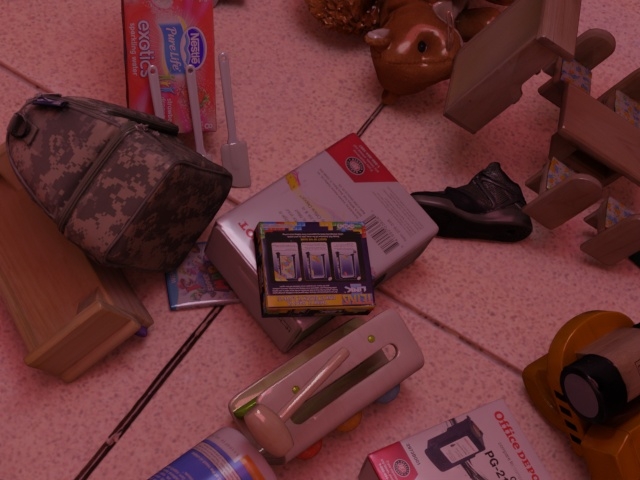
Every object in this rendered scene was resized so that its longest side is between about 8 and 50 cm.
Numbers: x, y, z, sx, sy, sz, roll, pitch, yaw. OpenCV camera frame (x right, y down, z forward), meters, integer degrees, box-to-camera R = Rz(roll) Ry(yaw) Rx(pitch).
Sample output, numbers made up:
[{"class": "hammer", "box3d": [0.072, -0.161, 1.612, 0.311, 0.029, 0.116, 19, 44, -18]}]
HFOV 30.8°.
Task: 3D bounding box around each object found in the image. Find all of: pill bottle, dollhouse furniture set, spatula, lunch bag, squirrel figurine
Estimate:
[{"class": "pill bottle", "box3d": [-0.197, 0.391, 1.603, 0.272, 0.152, 0.152, -32, 67, -25]}, {"class": "dollhouse furniture set", "box3d": [0.448, -0.232, 1.955, 0.394, 0.256, 0.362, 30, 52, -18]}, {"class": "spatula", "box3d": [-0.209, -0.186, 1.949, 0.168, 0.242, 0.019, -11, 24, -12]}, {"class": "lunch bag", "box3d": [-0.315, -0.103, 1.783, 0.256, 0.305, 0.212, 36, 97, 15]}, {"class": "squirrel figurine", "box3d": [0.147, -0.441, 2.169, 0.397, 0.281, 0.370, 15, 66, 18]}]

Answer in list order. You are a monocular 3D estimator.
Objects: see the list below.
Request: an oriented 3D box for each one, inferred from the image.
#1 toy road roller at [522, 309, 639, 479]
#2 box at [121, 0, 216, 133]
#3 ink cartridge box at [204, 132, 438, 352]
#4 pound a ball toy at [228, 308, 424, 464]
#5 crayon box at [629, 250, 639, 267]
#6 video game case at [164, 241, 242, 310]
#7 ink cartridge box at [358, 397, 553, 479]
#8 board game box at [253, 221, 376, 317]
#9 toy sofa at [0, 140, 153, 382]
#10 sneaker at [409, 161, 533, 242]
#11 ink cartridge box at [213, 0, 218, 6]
[{"class": "toy road roller", "box3d": [0.455, 0.265, 1.784, 0.203, 0.241, 0.329, -26, 102, -23]}, {"class": "box", "box3d": [-0.257, -0.339, 1.970, 0.154, 0.299, 0.142, -3, 21, -11]}, {"class": "ink cartridge box", "box3d": [0.000, 0.000, 1.881, 0.306, 0.131, 0.226, -34, 78, -25]}, {"class": "pound a ball toy", "box3d": [0.014, 0.231, 1.704, 0.319, 0.208, 0.135, -32, 95, -27]}, {"class": "crayon box", "box3d": [0.722, 0.061, 1.993, 0.203, 0.083, 0.323, -36, 69, -26]}, {"class": "video game case", "box3d": [-0.171, 0.053, 1.908, 0.166, 0.015, 0.119, -6, 59, -12]}, {"class": "ink cartridge box", "box3d": [0.203, 0.359, 1.711, 0.237, 0.100, 0.172, -20, 63, -20]}, {"class": "board game box", "box3d": [-0.010, 0.043, 1.758, 0.170, 0.048, 0.141, 0, 69, -16]}, {"class": "toy sofa", "box3d": [-0.425, 0.034, 1.817, 0.150, 0.177, 0.362, -37, 65, 7]}, {"class": "sneaker", "box3d": [0.250, -0.073, 2.012, 0.228, 0.087, 0.130, 5, 55, -9]}, {"class": "ink cartridge box", "box3d": [-0.252, -0.552, 2.272, 0.224, 0.045, 0.223, 4, 57, -7]}]
